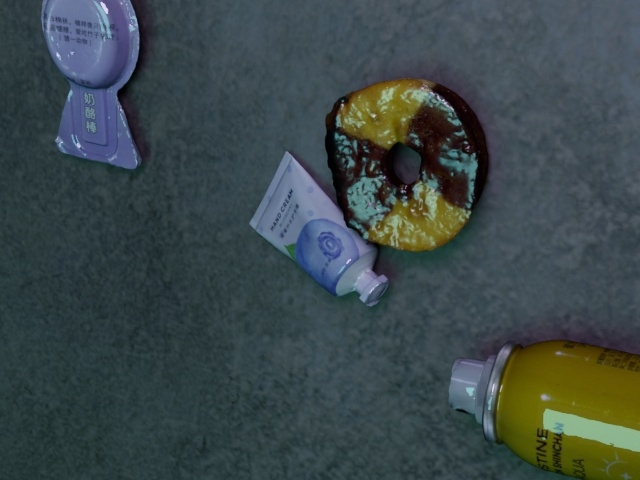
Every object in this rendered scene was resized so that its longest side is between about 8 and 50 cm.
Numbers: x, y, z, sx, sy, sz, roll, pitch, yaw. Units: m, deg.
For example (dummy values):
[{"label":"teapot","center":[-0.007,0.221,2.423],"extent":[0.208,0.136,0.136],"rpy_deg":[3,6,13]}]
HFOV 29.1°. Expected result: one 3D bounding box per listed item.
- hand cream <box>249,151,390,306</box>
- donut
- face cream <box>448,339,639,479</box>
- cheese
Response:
[{"label":"hand cream","center":[0.000,0.000,1.046],"extent":[0.142,0.053,0.084],"rpy_deg":[43,124,19]},{"label":"donut","center":[0.069,-0.064,0.973],"extent":[0.140,0.059,0.140],"rpy_deg":[10,113,25]},{"label":"face cream","center":[0.263,0.142,0.923],"extent":[0.348,0.105,0.105],"rpy_deg":[11,114,25]},{"label":"cheese","center":[-0.203,-0.159,1.092],"extent":[0.105,0.042,0.191],"rpy_deg":[15,116,24]}]
